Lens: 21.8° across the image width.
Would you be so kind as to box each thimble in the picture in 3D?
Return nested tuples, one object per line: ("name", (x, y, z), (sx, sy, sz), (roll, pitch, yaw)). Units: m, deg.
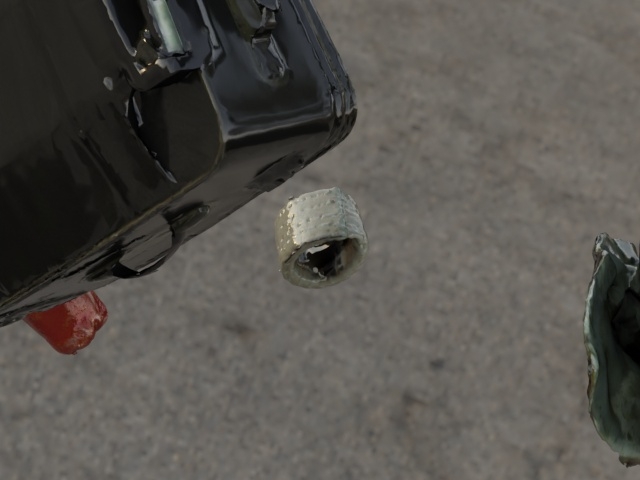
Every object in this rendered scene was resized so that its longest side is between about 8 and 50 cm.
("thimble", (0.000, 0.000, 2.088), (0.102, 0.115, 0.090), (29, 33, -32))

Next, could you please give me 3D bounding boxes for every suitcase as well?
("suitcase", (-0.176, -0.105, 1.233), (0.194, 0.434, 0.283), (-18, 81, -45))

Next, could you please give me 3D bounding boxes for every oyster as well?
("oyster", (0.267, 0.085, 1.180), (0.158, 0.162, 0.351), (18, 0, 33))

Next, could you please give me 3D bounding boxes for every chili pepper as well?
("chili pepper", (-0.264, 0.059, 1.611), (0.070, 0.073, 0.123), (-6, -44, 49))
